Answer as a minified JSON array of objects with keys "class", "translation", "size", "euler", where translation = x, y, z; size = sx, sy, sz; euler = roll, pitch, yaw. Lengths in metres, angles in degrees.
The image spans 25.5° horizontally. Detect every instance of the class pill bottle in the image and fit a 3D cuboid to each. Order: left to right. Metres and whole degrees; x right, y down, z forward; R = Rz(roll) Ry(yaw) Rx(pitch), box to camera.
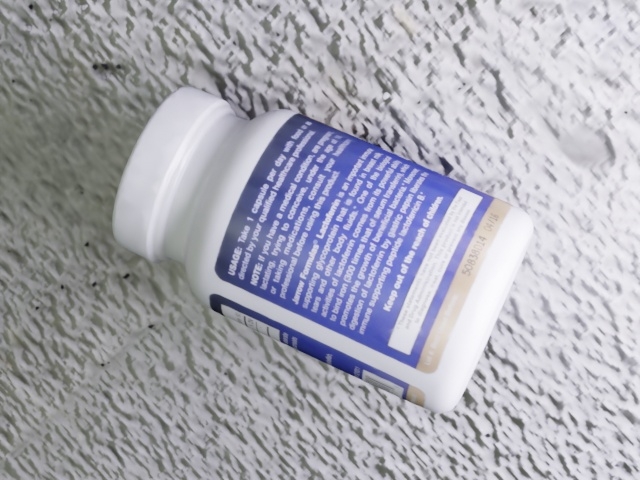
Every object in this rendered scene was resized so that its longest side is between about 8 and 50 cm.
[{"class":"pill bottle","translation":[0.000,0.000,0.983],"size":[0.264,0.153,0.153],"euler":[24,118,9]}]
